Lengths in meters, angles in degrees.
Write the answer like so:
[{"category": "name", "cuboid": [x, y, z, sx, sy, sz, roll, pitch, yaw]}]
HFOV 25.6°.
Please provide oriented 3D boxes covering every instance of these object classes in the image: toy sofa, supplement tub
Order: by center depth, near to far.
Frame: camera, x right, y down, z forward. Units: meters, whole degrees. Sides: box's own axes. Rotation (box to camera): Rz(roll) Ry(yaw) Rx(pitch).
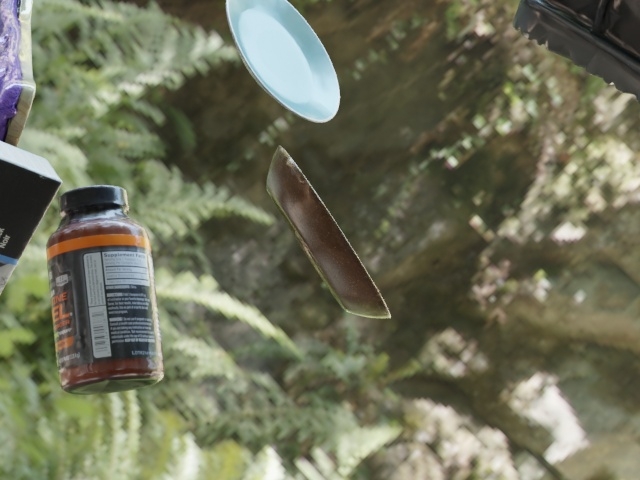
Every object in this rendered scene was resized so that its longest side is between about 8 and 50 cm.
[{"category": "supplement tub", "cuboid": [-0.216, 0.048, 1.398, 0.106, 0.106, 0.198, 140, -56, -65]}, {"category": "toy sofa", "cuboid": [-0.390, -0.153, 1.455, 0.362, 0.150, 0.177, -111, -141, -60]}]

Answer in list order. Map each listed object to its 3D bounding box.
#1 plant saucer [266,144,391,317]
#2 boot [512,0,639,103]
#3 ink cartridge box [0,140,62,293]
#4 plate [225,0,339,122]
[{"category": "plant saucer", "cuboid": [0.000, 0.000, 1.362, 0.199, 0.036, 0.198, 58, -2, 4]}, {"category": "boot", "cuboid": [0.381, -0.313, 1.164, 0.367, 0.146, 0.445, 31, -62, 24]}, {"category": "ink cartridge box", "cuboid": [-0.322, 0.004, 1.028, 0.208, 0.206, 0.045, 22, 12, -42]}, {"category": "plate", "cuboid": [-0.048, -0.212, 1.614, 0.024, 0.188, 0.188, -33, -81, 30]}]
